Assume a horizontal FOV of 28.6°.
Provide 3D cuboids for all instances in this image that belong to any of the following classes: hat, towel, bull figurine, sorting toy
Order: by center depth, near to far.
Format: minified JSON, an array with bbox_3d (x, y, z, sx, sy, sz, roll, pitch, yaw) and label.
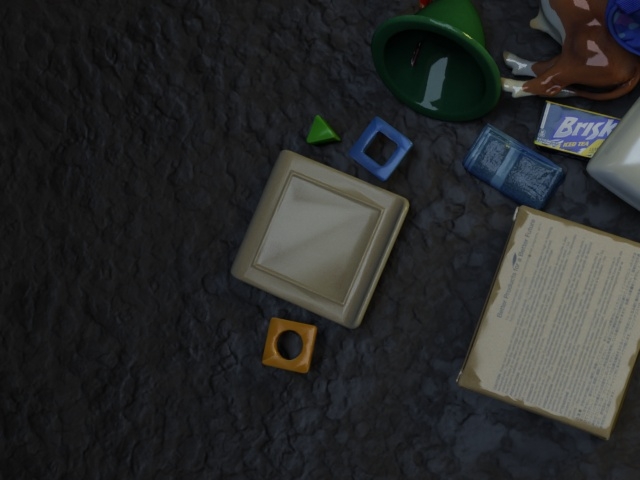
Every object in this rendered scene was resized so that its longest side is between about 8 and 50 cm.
[{"bbox_3d":[0.296,-0.316,1.547,0.188,0.101,0.310,-14,76,19],"label":"bull figurine"},{"bbox_3d":[0.173,-0.283,1.576,0.173,0.208,0.183,16,59,20],"label":"hat"},{"bbox_3d":[0.242,-0.090,1.578,0.119,0.029,0.067,33,95,14],"label":"towel"},{"bbox_3d":[0.000,0.000,1.623,0.196,0.047,0.348,23,91,19],"label":"sorting toy"}]

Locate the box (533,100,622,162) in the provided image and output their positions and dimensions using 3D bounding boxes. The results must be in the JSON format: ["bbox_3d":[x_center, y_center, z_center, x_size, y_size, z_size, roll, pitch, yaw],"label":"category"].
[{"bbox_3d":[0.351,-0.121,1.541,0.169,0.054,0.059,16,89,15],"label":"box"}]

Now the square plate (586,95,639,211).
[{"bbox_3d":[0.548,-0.119,1.450,0.344,0.049,0.347,36,98,0],"label":"square plate"}]

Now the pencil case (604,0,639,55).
[{"bbox_3d":[0.397,-0.363,1.463,0.119,0.133,0.306,-15,54,43],"label":"pencil case"}]

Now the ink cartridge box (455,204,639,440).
[{"bbox_3d":[0.296,0.098,1.519,0.193,0.088,0.235,20,91,16],"label":"ink cartridge box"}]
